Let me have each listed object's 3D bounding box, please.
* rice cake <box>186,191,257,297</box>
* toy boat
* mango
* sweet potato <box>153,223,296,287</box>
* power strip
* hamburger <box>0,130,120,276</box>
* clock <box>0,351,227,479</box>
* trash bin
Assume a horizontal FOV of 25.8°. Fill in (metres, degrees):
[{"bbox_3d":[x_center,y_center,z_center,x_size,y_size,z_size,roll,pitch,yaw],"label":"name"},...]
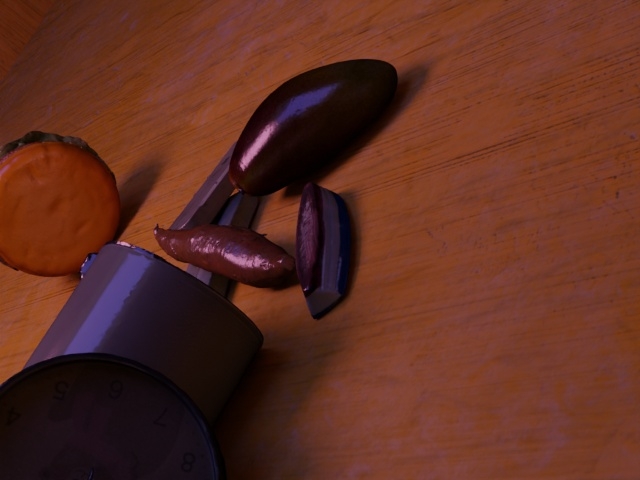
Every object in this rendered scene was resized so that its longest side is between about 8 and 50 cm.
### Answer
[{"bbox_3d":[-0.143,0.025,1.848,0.080,0.042,0.222,-26,34,37],"label":"rice cake"},{"bbox_3d":[0.000,0.000,1.622,0.080,0.046,0.229,-42,26,28],"label":"toy boat"},{"bbox_3d":[-0.018,-0.153,1.794,0.267,0.111,0.133,-34,17,25],"label":"mango"},{"bbox_3d":[-0.113,0.010,1.742,0.072,0.066,0.314,-43,33,-22],"label":"sweet potato"},{"bbox_3d":[-0.137,-0.077,1.914,0.227,0.029,0.080,-56,17,-27],"label":"power strip"},{"bbox_3d":[-0.453,-0.061,2.316,0.246,0.246,0.170,-54,21,-6],"label":"hamburger"},{"bbox_3d":[-0.230,0.248,1.386,0.280,0.280,0.055,-59,-3,-18],"label":"clock"},{"bbox_3d":[-0.218,0.168,1.555,0.277,0.217,0.262,18,69,37],"label":"trash bin"}]
